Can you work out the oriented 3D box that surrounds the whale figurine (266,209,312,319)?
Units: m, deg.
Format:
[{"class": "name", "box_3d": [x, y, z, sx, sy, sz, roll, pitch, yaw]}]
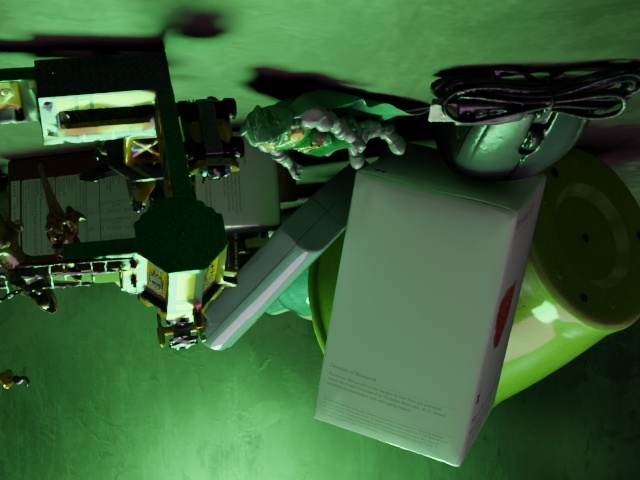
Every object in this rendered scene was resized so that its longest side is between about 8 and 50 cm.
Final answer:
[{"class": "whale figurine", "box_3d": [-0.040, 0.009, 1.605, 0.272, 0.216, 0.141, 28, 174, 46]}]

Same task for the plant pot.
[{"class": "plant pot", "box_3d": [0.233, 0.046, 1.401, 0.366, 0.366, 0.353, 0, 163, -37]}]

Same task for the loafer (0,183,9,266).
[{"class": "loafer", "box_3d": [-0.393, -0.031, 1.348, 0.092, 0.102, 0.268, -17, -167, -18]}]

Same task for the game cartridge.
[{"class": "game cartridge", "box_3d": [-0.020, 0.002, 1.211, 0.198, 0.062, 0.297, -42, -179, 26]}]

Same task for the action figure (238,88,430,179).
[{"class": "action figure", "box_3d": [-0.001, -0.097, 0.956, 0.137, 0.063, 0.232, -19, 172, 29]}]

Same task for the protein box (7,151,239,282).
[{"class": "protein box", "box_3d": [-0.227, -0.025, 1.248, 0.201, 0.136, 0.200, -4, 174, 18]}]

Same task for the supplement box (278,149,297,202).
[{"class": "supplement box", "box_3d": [-0.080, -0.073, 1.218, 0.098, 0.062, 0.036, -6, 176, 19]}]

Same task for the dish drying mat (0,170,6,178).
[{"class": "dish drying mat", "box_3d": [-0.413, -0.076, 1.287, 0.032, 0.008, 0.083, -1, 175, -35]}]

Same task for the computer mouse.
[{"class": "computer mouse", "box_3d": [0.179, -0.100, 1.008, 0.188, 0.072, 0.272, -4, 175, -4]}]

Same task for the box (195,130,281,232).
[{"class": "box", "box_3d": [-0.087, -0.060, 1.125, 0.087, 0.101, 0.102, -3, 177, -1]}]

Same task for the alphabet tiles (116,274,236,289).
[{"class": "alphabet tiles", "box_3d": [-0.262, 0.028, 1.803, 0.278, 0.021, 0.284, -6, 146, 23]}]

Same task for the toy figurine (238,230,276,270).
[{"class": "toy figurine", "box_3d": [-0.166, -0.013, 1.470, 0.209, 0.148, 0.213, -9, 173, 2]}]

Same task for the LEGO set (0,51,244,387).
[{"class": "LEGO set", "box_3d": [-0.222, -0.003, 0.781, 0.331, 0.255, 0.192, -13, 151, -17]}]

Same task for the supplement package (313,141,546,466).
[{"class": "supplement package", "box_3d": [0.122, 0.062, 1.163, 0.175, 0.293, 0.177, 16, -159, 18]}]
